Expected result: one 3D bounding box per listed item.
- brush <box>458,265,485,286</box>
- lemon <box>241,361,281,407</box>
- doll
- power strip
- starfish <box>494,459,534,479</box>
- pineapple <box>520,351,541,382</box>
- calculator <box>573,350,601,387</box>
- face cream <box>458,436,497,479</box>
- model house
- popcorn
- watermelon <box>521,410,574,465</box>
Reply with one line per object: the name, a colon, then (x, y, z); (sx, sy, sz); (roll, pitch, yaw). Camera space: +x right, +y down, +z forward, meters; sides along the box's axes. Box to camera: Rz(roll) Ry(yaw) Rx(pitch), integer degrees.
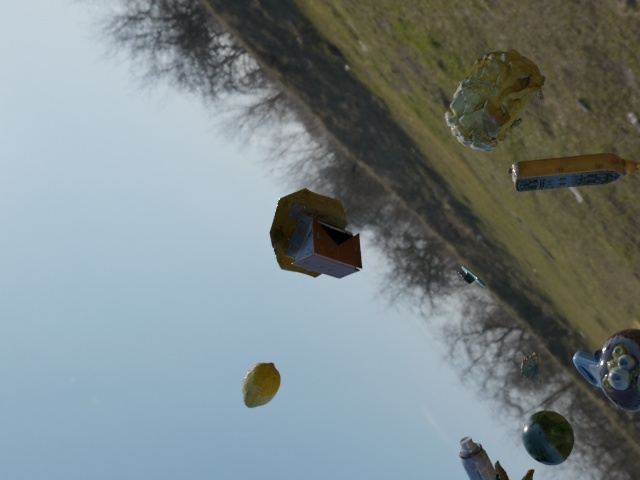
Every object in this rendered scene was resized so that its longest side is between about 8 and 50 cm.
brush: (0.394, 0.101, 1.716); (0.043, 0.032, 0.193); (44, -173, -5)
lemon: (-0.184, 0.444, 2.014); (0.114, 0.155, 0.114); (28, 170, 5)
doll: (0.572, 0.226, 1.151); (0.096, 0.188, 0.145); (2, -101, -36)
power strip: (0.358, -0.097, 0.928); (0.049, 0.178, 0.028); (57, -148, -62)
starfish: (0.408, 0.534, 1.276); (0.176, 0.053, 0.208); (15, -129, 3)
pineapple: (0.481, 0.293, 1.506); (0.019, 0.045, 0.083); (-56, -41, -58)
calculator: (0.681, 0.319, 1.520); (0.121, 0.039, 0.210); (48, 164, -29)
face cream: (0.436, 0.634, 1.749); (0.229, 0.075, 0.075); (63, -170, -2)
model house: (0.000, 0.000, 1.521); (0.219, 0.207, 0.136); (21, -175, -39)
popcorn: (0.416, -0.337, 1.594); (0.190, 0.250, 0.250); (42, -169, -3)
watermelon: (0.436, 0.382, 1.278); (0.062, 0.105, 0.105); (22, -155, -37)
